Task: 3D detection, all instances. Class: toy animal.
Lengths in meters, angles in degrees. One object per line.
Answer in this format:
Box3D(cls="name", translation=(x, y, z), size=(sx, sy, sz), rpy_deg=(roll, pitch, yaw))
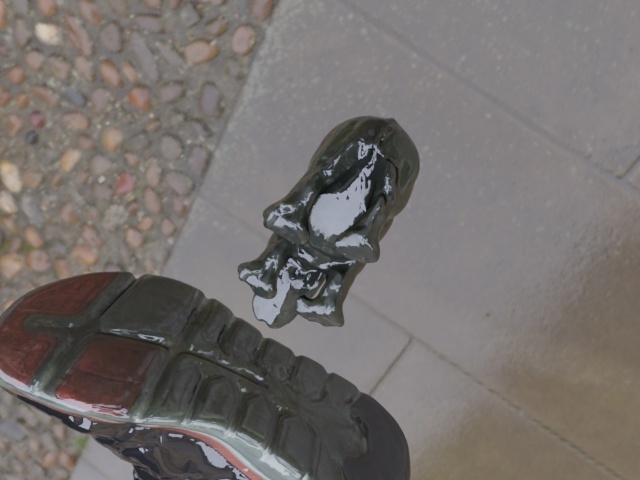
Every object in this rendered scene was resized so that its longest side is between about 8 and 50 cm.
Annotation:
Box3D(cls="toy animal", translation=(0.000, 0.000, 0.380), size=(0.047, 0.065, 0.135), rpy_deg=(28, 150, 0))

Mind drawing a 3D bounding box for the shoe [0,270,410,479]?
Box3D(cls="shoe", translation=(-0.085, 0.122, 0.635), size=(0.291, 0.114, 0.137), rpy_deg=(29, 134, -15))
